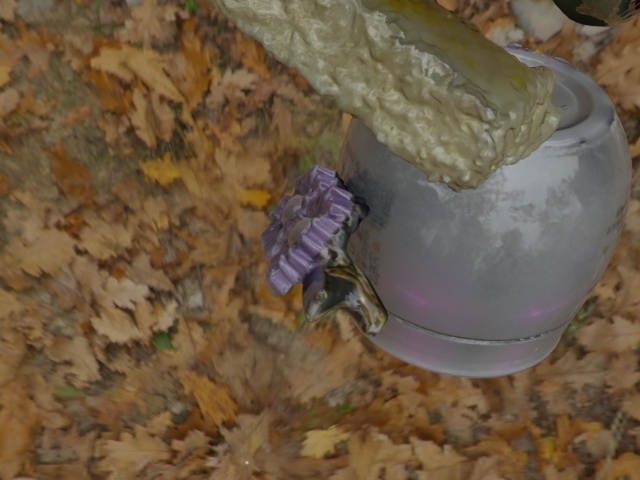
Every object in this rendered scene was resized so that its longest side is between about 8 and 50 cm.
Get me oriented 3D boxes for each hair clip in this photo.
[{"bbox_3d":[0.000,0.000,0.980,0.084,0.292,0.106,33,101,-17],"label":"hair clip"}]

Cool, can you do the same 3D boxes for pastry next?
[{"bbox_3d":[0.016,-0.125,0.653,0.258,0.121,0.089,37,105,6],"label":"pastry"}]

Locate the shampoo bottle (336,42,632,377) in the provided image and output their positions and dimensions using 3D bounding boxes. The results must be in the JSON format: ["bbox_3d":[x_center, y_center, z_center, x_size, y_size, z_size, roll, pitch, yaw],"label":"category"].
[{"bbox_3d":[0.148,-0.031,1.120,0.273,0.266,0.273,5,36,-3],"label":"shampoo bottle"}]

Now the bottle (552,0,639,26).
[{"bbox_3d":[0.079,-0.273,0.546,0.168,0.168,0.347,-36,79,-9],"label":"bottle"}]
